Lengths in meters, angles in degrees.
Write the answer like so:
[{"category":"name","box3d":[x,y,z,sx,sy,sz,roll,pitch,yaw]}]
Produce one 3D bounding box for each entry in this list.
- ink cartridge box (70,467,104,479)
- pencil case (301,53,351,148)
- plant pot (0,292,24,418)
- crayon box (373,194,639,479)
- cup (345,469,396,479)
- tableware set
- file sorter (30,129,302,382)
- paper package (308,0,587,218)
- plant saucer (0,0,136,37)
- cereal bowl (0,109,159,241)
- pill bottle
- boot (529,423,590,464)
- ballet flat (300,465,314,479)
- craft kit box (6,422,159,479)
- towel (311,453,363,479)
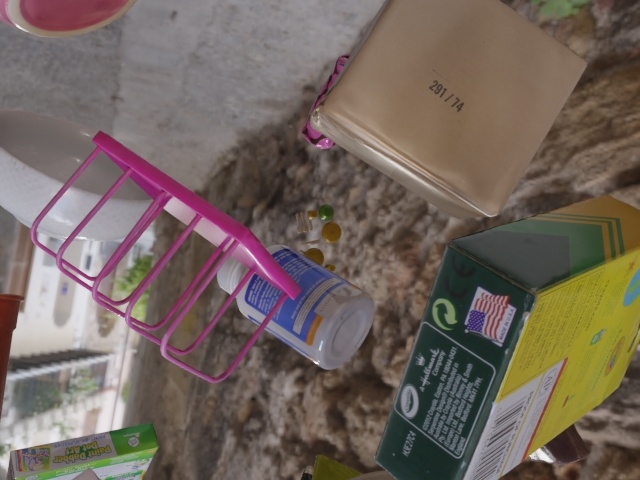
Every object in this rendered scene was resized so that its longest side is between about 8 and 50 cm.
[{"category":"ink cartridge box","box3d":[-0.359,0.498,1.095,0.198,0.270,0.197,45,158,31]},{"category":"pencil case","box3d":[0.036,-0.292,1.703,0.095,0.209,0.098,-5,-133,-39]},{"category":"plant pot","box3d":[-0.731,0.240,1.564,0.272,0.265,0.272,0,172,0]},{"category":"crayon box","box3d":[0.194,0.078,0.677,0.081,0.202,0.318,33,-150,34]},{"category":"cup","box3d":[0.086,0.404,0.934,0.330,0.331,0.237,7,-162,17]},{"category":"tableware set","box3d":[0.000,0.000,1.790,0.103,0.154,0.024,-14,-177,-20]},{"category":"file sorter","box3d":[-0.214,0.030,1.075,0.290,0.182,0.202,32,170,28]},{"category":"paper package","box3d":[0.196,-0.235,1.269,0.324,0.310,0.168,32,176,-6]},{"category":"plant saucer","box3d":[-0.447,-0.470,1.426,0.332,0.084,0.332,-24,168,-5]},{"category":"cereal bowl","box3d":[-0.457,-0.097,1.428,0.338,0.141,0.339,25,-164,-8]},{"category":"pill bottle","box3d":[-0.052,0.099,1.417,0.272,0.152,0.152,30,-173,30]},{"category":"boot","box3d":[0.221,0.183,1.009,0.090,0.207,0.248,-21,175,-19]},{"category":"ballet flat","box3d":[-0.018,0.457,1.315,0.049,0.173,0.058,-2,140,6]},{"category":"craft kit box","box3d":[-0.445,0.428,1.464,0.249,0.061,0.247,-5,151,-29]},{"category":"towel","box3d":[0.015,0.430,1.129,0.102,0.237,0.021,32,137,-21]}]
